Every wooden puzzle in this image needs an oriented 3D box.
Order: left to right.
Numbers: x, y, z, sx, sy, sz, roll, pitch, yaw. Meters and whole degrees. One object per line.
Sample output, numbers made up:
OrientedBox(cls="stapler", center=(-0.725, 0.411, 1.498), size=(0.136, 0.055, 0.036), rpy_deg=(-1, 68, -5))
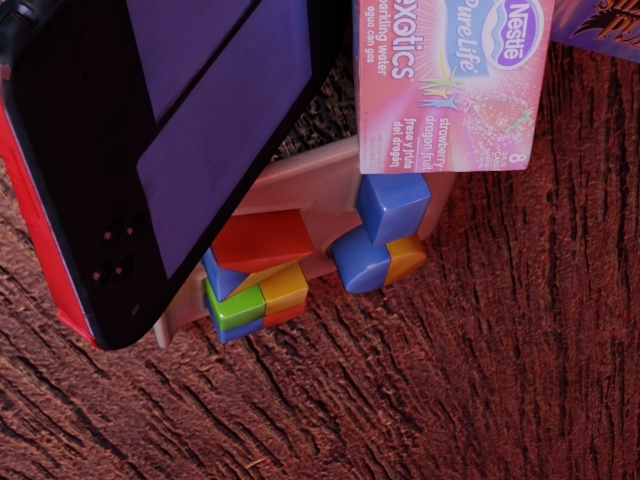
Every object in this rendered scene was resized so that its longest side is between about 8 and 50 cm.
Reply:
OrientedBox(cls="wooden puzzle", center=(0.000, 0.000, 1.143), size=(0.348, 0.080, 0.322), rpy_deg=(-24, 162, -12))

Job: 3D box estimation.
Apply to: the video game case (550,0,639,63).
OrientedBox(cls="video game case", center=(0.281, -0.291, 1.098), size=(0.269, 0.061, 0.244), rpy_deg=(5, 131, -38))

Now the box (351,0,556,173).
OrientedBox(cls="box", center=(0.095, -0.203, 0.896), size=(0.142, 0.154, 0.300), rpy_deg=(-1, 139, 1))

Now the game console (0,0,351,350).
OrientedBox(cls="game console", center=(-0.079, -0.138, 0.835), size=(0.386, 0.060, 0.342), rpy_deg=(-58, 165, -29))
